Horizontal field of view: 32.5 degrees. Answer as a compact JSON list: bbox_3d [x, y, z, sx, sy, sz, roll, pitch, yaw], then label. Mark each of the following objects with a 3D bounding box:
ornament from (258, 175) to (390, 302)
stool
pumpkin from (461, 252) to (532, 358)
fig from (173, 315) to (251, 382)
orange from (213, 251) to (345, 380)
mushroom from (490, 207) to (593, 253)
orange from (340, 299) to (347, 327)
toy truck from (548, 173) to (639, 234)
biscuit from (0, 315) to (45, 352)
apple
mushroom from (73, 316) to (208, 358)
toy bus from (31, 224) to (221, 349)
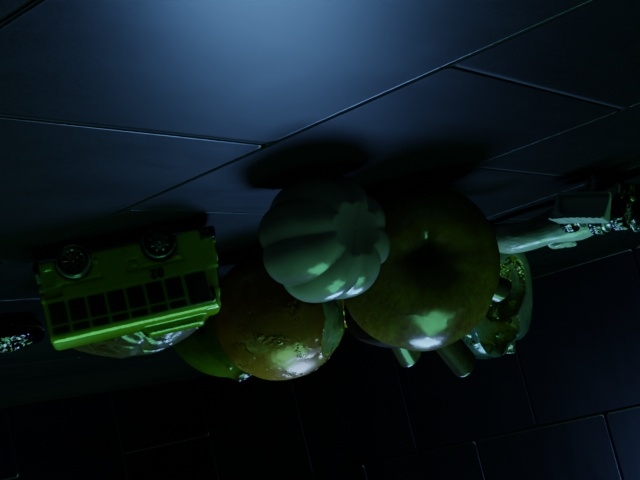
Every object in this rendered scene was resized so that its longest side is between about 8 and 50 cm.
[{"bbox_3d":[0.000,0.000,1.500,0.177,0.177,0.177,-13,171,-2],"label":"ornament"},{"bbox_3d":[0.193,0.107,1.979,0.272,0.272,0.178,-21,130,38],"label":"stool"},{"bbox_3d":[0.357,0.145,2.607,0.197,0.263,0.293,-7,-169,42],"label":"pumpkin"},{"bbox_3d":[-0.203,0.202,2.255,0.203,0.225,0.203,-18,148,-11],"label":"fig"},{"bbox_3d":[-0.075,0.134,1.976,0.240,0.240,0.240,-13,171,-2],"label":"orange"},{"bbox_3d":[0.459,-0.027,2.249,0.278,0.096,0.099,-18,140,20],"label":"mushroom"},{"bbox_3d":[0.030,0.099,2.172,0.177,0.155,0.177,-12,162,-4],"label":"orange"},{"bbox_3d":[0.534,-0.066,2.054,0.136,0.111,0.286,-1,177,37],"label":"toy truck"},{"bbox_3d":[-0.611,0.182,2.054,0.194,0.053,0.194,-13,170,-2],"label":"biscuit"},{"bbox_3d":[0.156,0.038,1.713,0.264,0.264,0.264,-13,171,-2],"label":"apple"},{"bbox_3d":[-0.307,0.115,1.814,0.278,0.146,0.278,-13,163,-4],"label":"mushroom"},{"bbox_3d":[-0.270,0.069,1.585,0.262,0.150,0.128,-12,172,-11],"label":"toy bus"}]
